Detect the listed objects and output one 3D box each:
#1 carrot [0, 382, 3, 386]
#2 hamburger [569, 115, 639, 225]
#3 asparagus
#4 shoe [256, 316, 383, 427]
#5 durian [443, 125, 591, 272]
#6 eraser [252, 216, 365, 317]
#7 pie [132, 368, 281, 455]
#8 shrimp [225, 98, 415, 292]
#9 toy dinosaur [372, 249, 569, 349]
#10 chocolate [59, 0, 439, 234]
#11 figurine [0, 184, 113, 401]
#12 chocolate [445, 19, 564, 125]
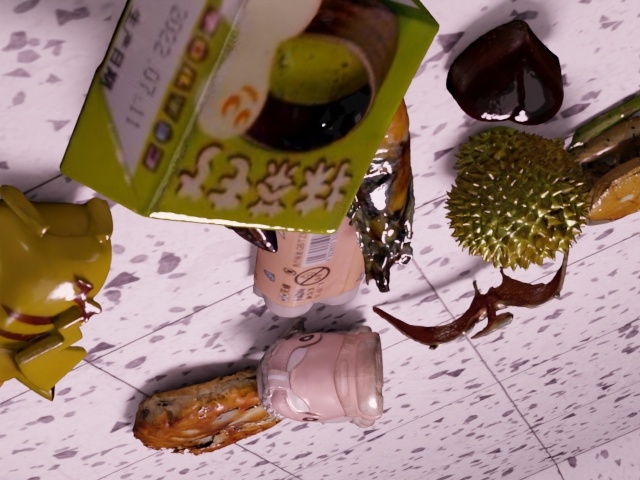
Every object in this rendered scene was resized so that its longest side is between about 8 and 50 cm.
[{"bbox_3d":[-0.516,0.191,1.768,0.061,0.061,0.210,-36,156,27],"label":"carrot"},{"bbox_3d":[0.436,-0.100,1.891,0.177,0.113,0.185,-15,163,-28],"label":"hamburger"},{"bbox_3d":[0.445,-0.188,1.803,0.236,0.027,0.034,-28,159,13],"label":"asparagus"},{"bbox_3d":[-0.005,0.216,2.102,0.198,0.171,0.351,0,168,-4],"label":"shoe"},{"bbox_3d":[0.271,-0.051,1.776,0.200,0.176,0.237,4,168,10],"label":"durian"},{"bbox_3d":[0.000,0.000,1.761,0.171,0.087,0.290,-13,153,-14],"label":"eraser"},{"bbox_3d":[-0.182,0.294,2.201,0.308,0.085,0.308,-17,159,-7],"label":"pie"},{"bbox_3d":[-0.007,-0.062,1.519,0.272,0.085,0.445,-24,138,1],"label":"shrimp"},{"bbox_3d":[0.255,0.078,2.099,0.327,0.113,0.206,-17,-158,40],"label":"toy dinosaur"},{"bbox_3d":[-0.058,-0.148,1.240,0.301,0.137,0.288,6,119,-45],"label":"chocolate"},{"bbox_3d":[-0.361,0.079,1.526,0.218,0.169,0.327,9,140,-41],"label":"figurine"},{"bbox_3d":[0.235,-0.189,1.526,0.149,0.080,0.125,8,129,-14],"label":"chocolate"}]
